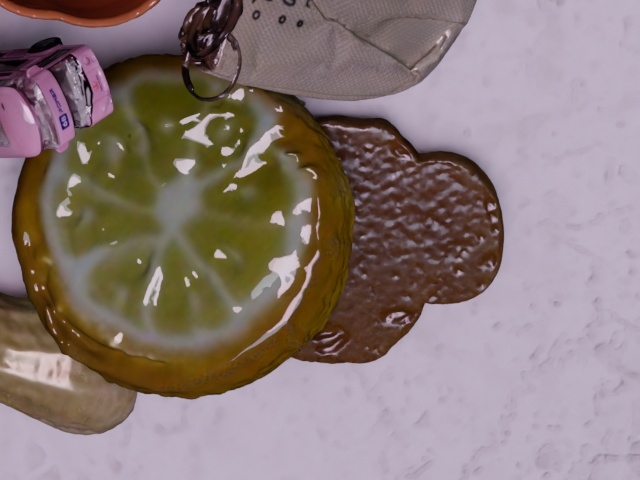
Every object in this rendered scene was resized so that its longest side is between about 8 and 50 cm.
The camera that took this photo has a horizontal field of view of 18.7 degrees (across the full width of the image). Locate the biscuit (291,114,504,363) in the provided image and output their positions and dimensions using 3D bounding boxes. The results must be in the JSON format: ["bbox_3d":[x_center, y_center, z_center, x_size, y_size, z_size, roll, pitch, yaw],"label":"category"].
[{"bbox_3d":[0.000,0.000,1.529,0.290,0.041,0.208,-2,112,-3],"label":"biscuit"}]

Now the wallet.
[{"bbox_3d":[0.041,-0.236,1.359,0.275,0.068,0.335,12,101,-53],"label":"wallet"}]

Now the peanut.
[{"bbox_3d":[-0.239,0.082,1.500,0.214,0.090,0.098,22,111,-17],"label":"peanut"}]

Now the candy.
[{"bbox_3d":[-0.101,-0.010,1.422,0.260,0.118,0.260,0,91,19],"label":"candy"}]

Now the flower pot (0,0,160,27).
[{"bbox_3d":[-0.182,-0.255,1.318,0.190,0.173,0.190,-9,114,-20],"label":"flower pot"}]

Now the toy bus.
[{"bbox_3d":[-0.242,-0.097,1.375,0.203,0.090,0.063,0,119,39],"label":"toy bus"}]
